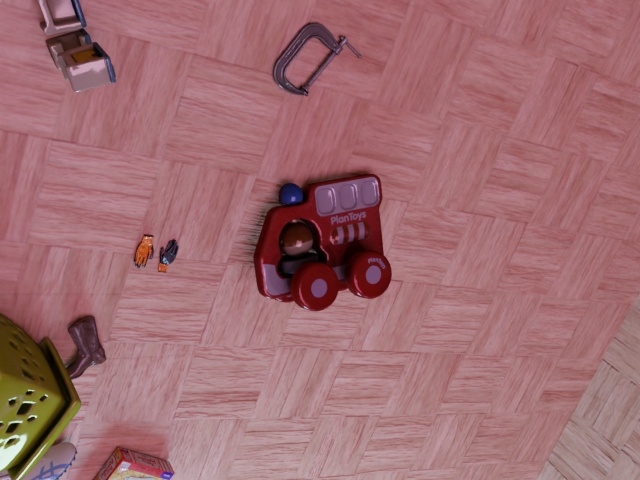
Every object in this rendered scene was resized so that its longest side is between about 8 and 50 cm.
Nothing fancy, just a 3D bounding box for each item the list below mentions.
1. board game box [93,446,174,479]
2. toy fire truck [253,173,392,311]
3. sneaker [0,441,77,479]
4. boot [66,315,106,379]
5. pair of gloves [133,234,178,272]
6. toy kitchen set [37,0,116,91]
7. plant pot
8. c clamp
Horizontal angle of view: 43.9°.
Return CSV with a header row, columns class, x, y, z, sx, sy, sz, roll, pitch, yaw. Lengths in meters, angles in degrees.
class,x,y,z,sx,sy,sz,roll,pitch,yaw
board game box,-0.441,0.561,1.766,0.146,0.045,0.193,31,99,-40
toy fire truck,0.000,0.000,1.642,0.302,0.169,0.254,-11,99,-27
sneaker,-0.605,0.460,1.583,0.237,0.085,0.086,-22,119,-23
boot,-0.474,0.208,1.536,0.106,0.037,0.114,-31,134,-29
pair of gloves,-0.318,0.027,1.540,0.083,0.010,0.074,12,111,-37
toy kitchen set,-0.357,-0.354,1.182,0.122,0.166,0.207,-23,128,-17
plant pot,-0.570,0.280,1.407,0.228,0.227,0.207,-51,136,5
c clamp,-0.009,-0.335,1.502,0.161,0.022,0.137,-46,131,0
